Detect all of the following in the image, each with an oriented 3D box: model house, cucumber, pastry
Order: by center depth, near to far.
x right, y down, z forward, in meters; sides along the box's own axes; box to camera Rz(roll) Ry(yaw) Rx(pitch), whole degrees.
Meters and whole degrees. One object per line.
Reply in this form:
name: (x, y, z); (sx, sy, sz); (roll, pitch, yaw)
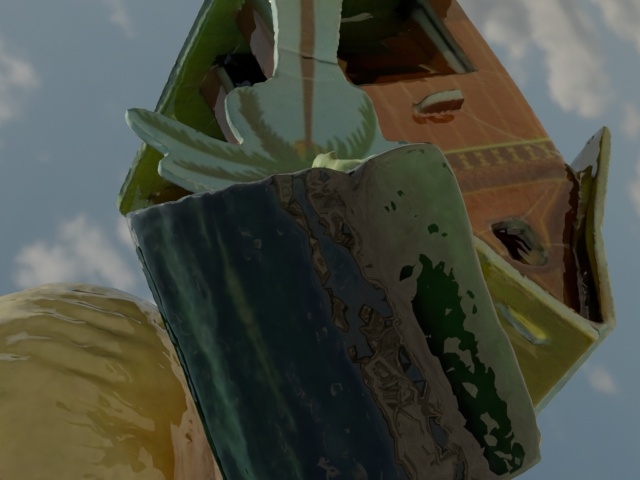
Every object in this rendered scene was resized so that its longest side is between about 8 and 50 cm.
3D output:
cucumber: (-0.005, 0.030, 0.435); (0.062, 0.116, 0.115); (-19, -94, -34)
model house: (0.000, 0.000, 0.958); (0.340, 0.300, 0.323); (-10, -123, -34)
pastry: (-0.200, 0.219, 1.059); (0.388, 0.313, 0.388); (-8, -90, -74)
